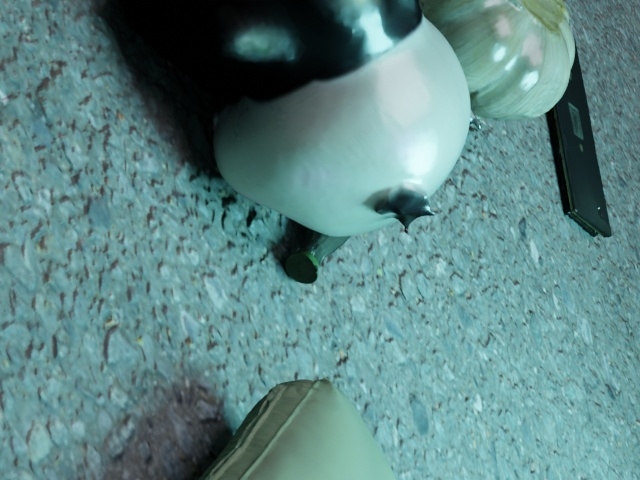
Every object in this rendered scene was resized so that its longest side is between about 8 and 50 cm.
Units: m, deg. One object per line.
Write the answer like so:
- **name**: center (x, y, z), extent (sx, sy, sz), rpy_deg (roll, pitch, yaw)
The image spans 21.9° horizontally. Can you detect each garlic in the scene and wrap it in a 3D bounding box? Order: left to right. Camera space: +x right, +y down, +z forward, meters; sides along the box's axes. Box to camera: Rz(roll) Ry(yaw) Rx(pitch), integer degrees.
- **garlic**: center (0.187, -0.231, 1.856), extent (0.228, 0.152, 0.228), rpy_deg (30, 47, -39)

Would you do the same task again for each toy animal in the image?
- **toy animal**: center (-0.003, -0.154, 1.386), extent (0.310, 0.251, 0.251), rpy_deg (51, 31, -17)

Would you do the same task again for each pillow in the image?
- **pillow**: center (-0.014, 0.259, 1.168), extent (0.255, 0.119, 0.322), rpy_deg (63, 27, -10)

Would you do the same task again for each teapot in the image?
- **teapot**: center (0.000, 0.000, 1.472), extent (0.043, 0.042, 0.111), rpy_deg (60, 31, -16)

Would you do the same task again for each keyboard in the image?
- **keyboard**: center (0.332, -0.152, 2.197), extent (0.106, 0.027, 0.317), rpy_deg (30, 45, -45)
